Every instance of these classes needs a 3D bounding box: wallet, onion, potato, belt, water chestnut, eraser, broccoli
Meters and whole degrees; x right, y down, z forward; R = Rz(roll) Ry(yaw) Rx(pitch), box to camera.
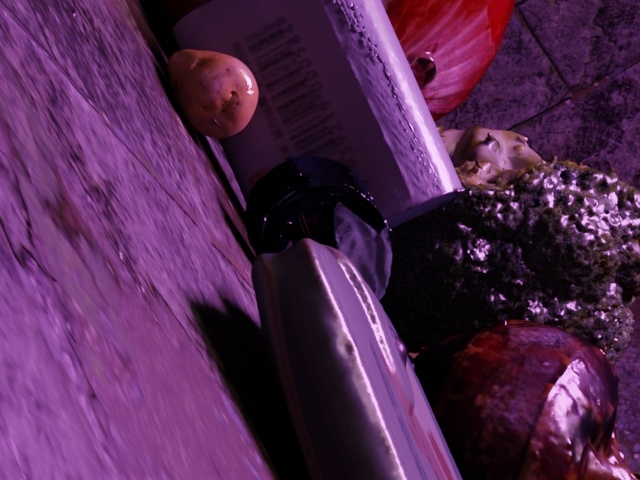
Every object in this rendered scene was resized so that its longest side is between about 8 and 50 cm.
[{"bbox_3d":[0.032,0.124,1.106,0.360,0.083,0.252,47,20,-78],"label":"wallet"},{"bbox_3d":[0.026,-0.234,1.663,0.341,0.341,0.341,61,4,-6],"label":"onion"},{"bbox_3d":[-0.088,-0.120,1.421,0.062,0.068,0.083,10,24,-39],"label":"potato"},{"bbox_3d":[0.000,0.000,1.373,0.058,0.105,0.140,-112,-176,-59],"label":"belt"},{"bbox_3d":[0.157,0.172,1.371,0.223,0.238,0.224,13,90,-74],"label":"water chestnut"},{"bbox_3d":[-0.003,-0.107,1.459,0.227,0.174,0.081,67,16,8],"label":"eraser"},{"bbox_3d":[0.150,0.020,1.617,0.283,0.321,0.304,-87,-176,-47],"label":"broccoli"}]
